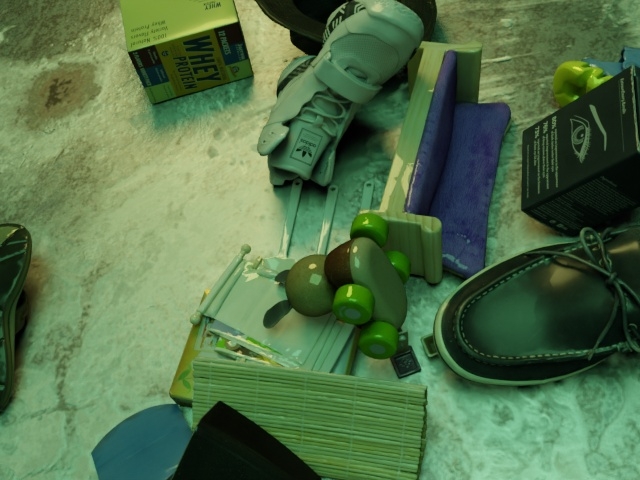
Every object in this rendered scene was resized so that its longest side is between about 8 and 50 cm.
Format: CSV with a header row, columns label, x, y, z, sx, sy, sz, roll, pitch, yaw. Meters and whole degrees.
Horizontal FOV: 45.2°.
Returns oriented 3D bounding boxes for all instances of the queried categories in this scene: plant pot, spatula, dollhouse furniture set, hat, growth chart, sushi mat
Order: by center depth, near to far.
label,x,y,z,sx,sy,sz,roll,pitch,yaw
plant pot,-0.098,0.322,0.919,0.167,0.187,0.188,25,86,2
sushi mat,-0.020,0.240,1.009,0.317,0.019,0.151,5,102,12
dollhouse furniture set,0.143,0.120,1.072,0.114,0.081,0.091,-19,58,-3
growth chart,-0.070,0.117,1.087,0.237,0.021,0.172,29,66,23
spatula,0.000,0.000,1.204,0.168,0.019,0.242,3,60,12
hat,0.033,-0.393,1.362,0.332,0.134,0.331,7,54,-10

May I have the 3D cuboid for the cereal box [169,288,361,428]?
label,x,y,z,sx,sy,sz,roll,pitch,yaw
cereal box,-0.075,0.170,1.096,0.240,0.047,0.173,9,61,13

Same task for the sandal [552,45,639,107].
label,x,y,z,sx,sy,sz,roll,pitch,yaw
sandal,0.520,-0.205,1.187,0.138,0.126,0.317,-34,61,-16

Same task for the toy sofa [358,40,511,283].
label,x,y,z,sx,sy,sz,roll,pitch,yaw
toy sofa,0.186,-0.125,1.169,0.177,0.150,0.362,9,60,15

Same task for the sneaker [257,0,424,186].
label,x,y,z,sx,sy,sz,roll,pitch,yaw
sneaker,0.020,-0.207,1.168,0.137,0.366,0.210,25,69,-21

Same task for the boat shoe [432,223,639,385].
label,x,y,z,sx,sy,sz,roll,pitch,yaw
boat shoe,0.392,0.064,1.012,0.500,0.156,0.186,-13,70,1

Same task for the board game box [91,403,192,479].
label,x,y,z,sx,sy,sz,roll,pitch,yaw
board game box,-0.232,0.291,1.036,0.133,0.033,0.169,-30,29,-14

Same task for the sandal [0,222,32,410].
label,x,y,z,sx,sy,sz,roll,pitch,yaw
sandal,-0.507,0.119,1.182,0.120,0.086,0.302,1,74,3

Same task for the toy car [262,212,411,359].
label,x,y,z,sx,sy,sz,roll,pitch,yaw
toy car,0.011,0.071,1.044,0.188,0.149,0.155,-12,41,28

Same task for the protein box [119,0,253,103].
label,x,y,z,sx,sy,sz,roll,pitch,yaw
protein box,-0.248,-0.390,1.408,0.200,0.136,0.201,-16,58,-1

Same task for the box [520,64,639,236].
label,x,y,z,sx,sy,sz,roll,pitch,yaw
box,0.397,-0.121,1.095,0.108,0.207,0.153,25,58,-26
